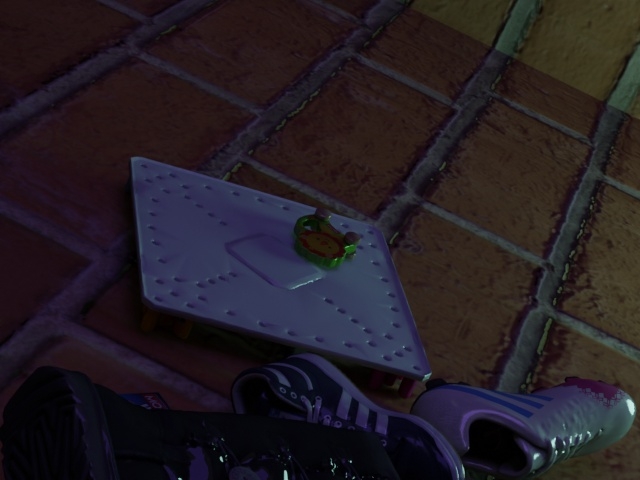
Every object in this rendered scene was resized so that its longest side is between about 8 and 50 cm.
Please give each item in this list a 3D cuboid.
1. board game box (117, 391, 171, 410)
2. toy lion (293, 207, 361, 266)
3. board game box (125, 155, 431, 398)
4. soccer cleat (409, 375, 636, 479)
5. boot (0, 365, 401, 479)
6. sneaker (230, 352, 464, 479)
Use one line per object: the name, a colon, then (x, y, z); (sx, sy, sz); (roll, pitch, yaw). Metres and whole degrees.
board game box: (-0.174, 0.240, 1.695); (0.194, 0.060, 0.194); (3, 32, -40)
toy lion: (0.000, 0.000, 2.242); (0.096, 0.034, 0.100); (-14, 44, -43)
board game box: (-0.070, 0.046, 2.181); (0.390, 0.050, 0.390); (16, 26, -18)
soccer cleat: (0.267, 0.247, 2.018); (0.331, 0.116, 0.143); (3, 30, -26)
boot: (-0.074, 0.322, 1.537); (0.445, 0.146, 0.367); (22, 48, -44)
sneaker: (0.020, 0.224, 1.848); (0.282, 0.099, 0.153); (32, 20, 32)
